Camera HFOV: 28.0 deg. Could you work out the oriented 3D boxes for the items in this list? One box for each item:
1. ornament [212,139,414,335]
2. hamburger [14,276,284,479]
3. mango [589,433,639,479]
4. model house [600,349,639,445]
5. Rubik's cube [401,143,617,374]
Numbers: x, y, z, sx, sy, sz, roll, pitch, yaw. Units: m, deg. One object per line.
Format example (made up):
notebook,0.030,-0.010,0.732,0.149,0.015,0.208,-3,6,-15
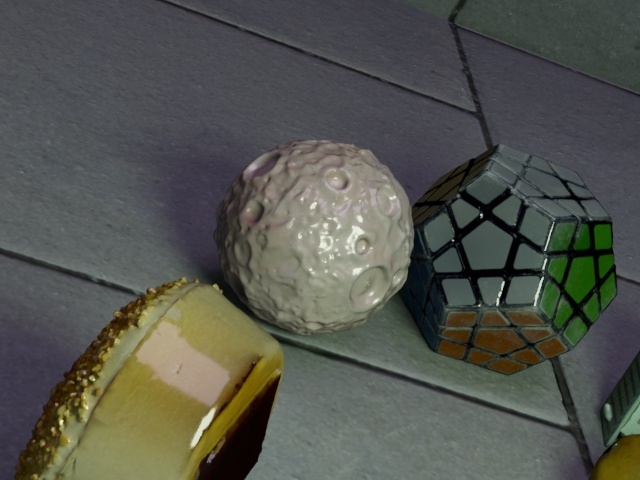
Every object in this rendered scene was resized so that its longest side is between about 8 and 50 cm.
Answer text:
ornament,0.000,0.000,1.651,0.259,0.259,0.225,-1,32,-39
hamburger,-0.158,0.176,1.182,0.170,0.302,0.302,24,27,12
mango,0.480,0.329,1.514,0.330,0.176,0.175,8,22,7
model house,0.523,0.209,1.734,0.215,0.224,0.198,34,30,14
Rubik's cube,0.256,0.027,1.789,0.264,0.319,0.319,-14,40,-12
